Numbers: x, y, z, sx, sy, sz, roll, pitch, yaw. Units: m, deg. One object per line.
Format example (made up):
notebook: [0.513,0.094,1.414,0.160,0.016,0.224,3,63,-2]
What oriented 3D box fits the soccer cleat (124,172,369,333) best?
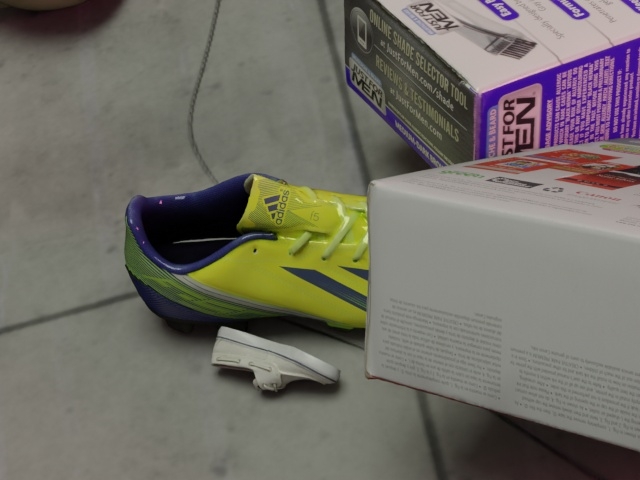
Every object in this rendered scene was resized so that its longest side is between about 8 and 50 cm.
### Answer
soccer cleat: [-0.001,0.001,1.293,0.289,0.121,0.093,-5,45,13]

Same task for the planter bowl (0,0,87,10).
planter bowl: [-0.263,-0.271,1.643,0.109,0.162,0.162,-23,37,34]

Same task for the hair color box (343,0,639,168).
hair color box: [0.206,-0.161,1.354,0.338,0.110,0.185,-19,42,-21]

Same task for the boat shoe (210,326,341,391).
boat shoe: [-0.033,0.089,1.284,0.100,0.035,0.035,16,80,26]

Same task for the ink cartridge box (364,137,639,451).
ink cartridge box: [0.230,0.028,1.114,0.309,0.130,0.272,13,18,42]
